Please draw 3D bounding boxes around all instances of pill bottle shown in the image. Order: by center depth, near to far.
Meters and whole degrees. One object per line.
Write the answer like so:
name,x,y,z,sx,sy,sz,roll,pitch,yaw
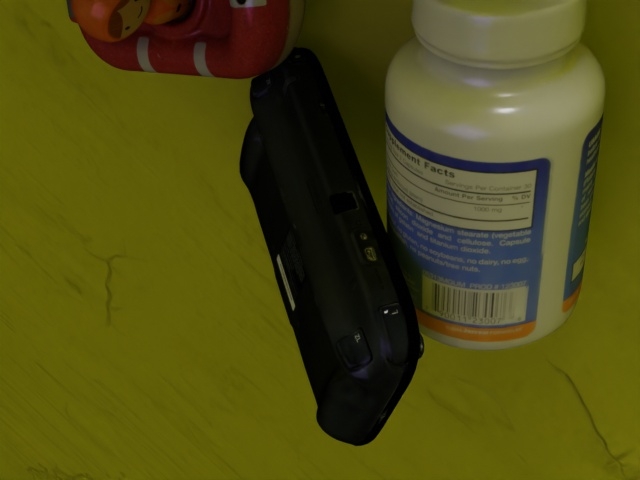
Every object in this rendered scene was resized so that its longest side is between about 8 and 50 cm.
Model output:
pill bottle,0.122,-0.066,0.816,0.152,0.152,0.272,18,133,25

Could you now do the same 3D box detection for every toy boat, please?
toy boat,-0.129,-0.194,0.887,0.231,0.151,0.151,9,116,32

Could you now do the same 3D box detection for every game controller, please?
game controller,0.000,0.000,0.907,0.166,0.067,0.319,102,155,-52
